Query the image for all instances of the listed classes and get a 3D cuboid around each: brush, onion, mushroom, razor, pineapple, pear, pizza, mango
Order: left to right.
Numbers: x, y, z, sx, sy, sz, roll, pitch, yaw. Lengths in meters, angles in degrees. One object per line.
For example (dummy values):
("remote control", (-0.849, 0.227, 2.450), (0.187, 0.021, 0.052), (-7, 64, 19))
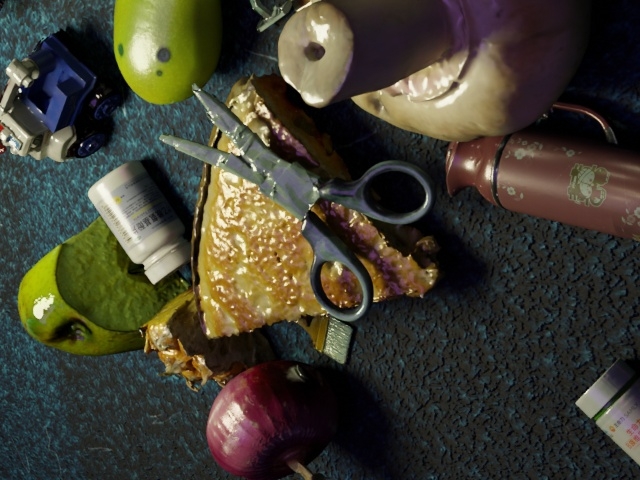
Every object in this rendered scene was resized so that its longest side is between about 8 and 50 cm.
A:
("pear", (-0.362, 0.111, 2.283), (0.238, 0.255, 0.164), (47, 136, 2))
("mango", (-0.211, -0.329, 1.955), (0.175, 0.143, 0.293), (37, 129, 28))
("pineapple", (-0.178, 0.146, 2.216), (0.114, 0.186, 0.236), (-10, 151, 42))
("razor", (-0.111, -0.393, 1.891), (0.084, 0.036, 0.211), (-21, 97, 61))
("onion", (-0.070, 0.271, 2.147), (0.207, 0.200, 0.200), (8, 130, -9))
("brush", (-0.040, 0.116, 2.166), (0.218, 0.010, 0.082), (30, 132, 26))
("pizza", (0.000, 0.000, 1.987), (0.406, 0.130, 0.440), (22, 120, 20))
("mushroom", (0.124, -0.286, 1.576), (0.353, 0.353, 0.325), (27, 101, 28))

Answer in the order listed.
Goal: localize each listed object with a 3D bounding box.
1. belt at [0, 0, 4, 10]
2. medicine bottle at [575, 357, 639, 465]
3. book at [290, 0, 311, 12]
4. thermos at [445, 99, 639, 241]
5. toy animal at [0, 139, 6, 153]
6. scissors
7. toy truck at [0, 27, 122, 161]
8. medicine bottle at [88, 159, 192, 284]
("belt", (-0.613, -0.465, 2.149), (0.122, 0.260, 0.325), (6, 118, 34))
("medicine bottle", (0.423, 0.243, 1.767), (0.183, 0.086, 0.086), (44, 136, 12))
("book", (-0.033, -0.430, 1.817), (0.170, 0.018, 0.242), (-25, 96, 48))
("thermos", (0.294, -0.088, 1.661), (0.330, 0.109, 0.136), (16, 125, 36))
("toy animal", (-0.611, -0.242, 2.429), (0.105, 0.070, 0.202), (-24, 94, 28))
("scissors", (-0.049, -0.074, 1.886), (0.383, 0.029, 0.256), (32, 117, 8))
("toy truck", (-0.436, -0.217, 2.201), (0.161, 0.177, 0.213), (44, 136, 12))
("medicine bottle", (-0.286, -0.029, 2.233), (0.187, 0.103, 0.103), (56, 138, 1))
